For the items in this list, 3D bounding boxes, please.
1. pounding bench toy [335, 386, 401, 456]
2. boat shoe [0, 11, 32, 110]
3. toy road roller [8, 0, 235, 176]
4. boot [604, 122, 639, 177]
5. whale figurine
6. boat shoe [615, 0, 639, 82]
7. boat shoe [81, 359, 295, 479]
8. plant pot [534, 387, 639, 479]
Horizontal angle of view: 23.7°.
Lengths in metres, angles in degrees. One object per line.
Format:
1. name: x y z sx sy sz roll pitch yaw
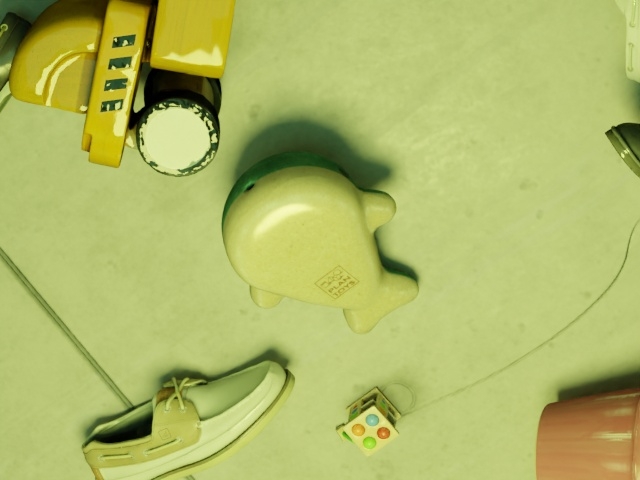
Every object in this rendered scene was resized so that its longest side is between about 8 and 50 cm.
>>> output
1. pounding bench toy: 0.054 0.240 1.940 0.083 0.065 0.052 -37 102 17
2. boat shoe: -0.415 -0.173 1.838 0.068 0.081 0.228 41 101 -7
3. toy road roller: -0.211 -0.241 1.706 0.240 0.202 0.330 11 110 -7
4. boot: 0.439 -0.151 1.718 0.208 0.189 0.076 -41 62 24
5. whale figurine: 0.000 0.000 1.843 0.216 0.141 0.272 -39 126 17
6. boat shoe: 0.363 -0.271 1.703 0.075 0.083 0.226 11 122 32
7. boat shoe: -0.173 0.232 1.937 0.302 0.113 0.103 -34 108 17
8. plant pot: 0.364 0.264 1.860 0.180 0.201 0.201 0 110 24
